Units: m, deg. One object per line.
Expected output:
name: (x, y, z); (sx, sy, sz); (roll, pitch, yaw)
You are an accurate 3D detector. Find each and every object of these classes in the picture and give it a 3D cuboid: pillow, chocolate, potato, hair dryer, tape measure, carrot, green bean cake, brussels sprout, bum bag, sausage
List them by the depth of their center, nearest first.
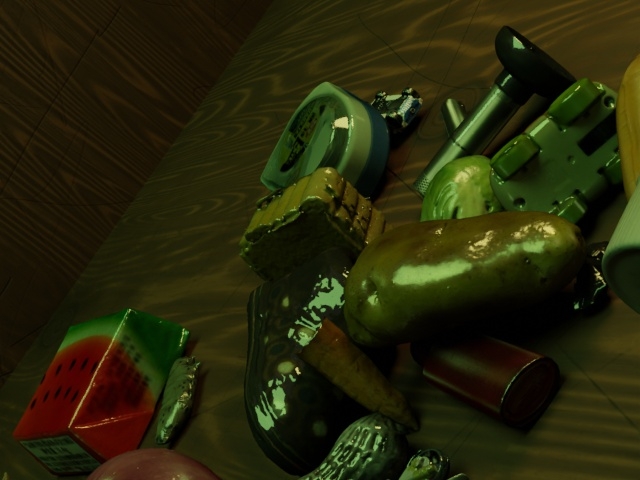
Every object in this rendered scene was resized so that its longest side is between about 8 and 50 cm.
sausage: (0.437, -0.146, 1.305); (0.112, 0.112, 0.328); (-30, 41, 39)
bum bag: (0.353, 0.042, 1.318); (0.058, 0.034, 0.124); (-37, 24, 36)
chocolate: (0.023, 0.336, 1.371); (0.248, 0.110, 0.110); (-45, 23, -5)
potato: (0.184, 0.042, 1.375); (0.369, 0.195, 0.176); (-16, 68, 32)
carrot: (0.062, 0.197, 1.428); (0.072, 0.205, 0.072); (-48, -13, -14)
brussels sprout: (0.223, -0.049, 1.552); (0.161, 0.144, 0.180); (-41, 26, 12)
green bean cake: (0.000, 0.000, 1.781); (0.230, 0.224, 0.131); (-31, 26, 33)
hair dryer: (0.269, -0.254, 1.791); (0.320, 0.156, 0.284); (-47, 32, 28)
pillow: (-0.279, 0.306, 2.027); (0.093, 0.051, 0.241); (-42, 22, 29)
tape measure: (0.014, -0.170, 2.045); (0.259, 0.138, 0.262); (-63, 29, 13)
chocolate: (-0.489, 0.330, 2.227); (0.360, 0.161, 0.341); (-19, 41, 50)

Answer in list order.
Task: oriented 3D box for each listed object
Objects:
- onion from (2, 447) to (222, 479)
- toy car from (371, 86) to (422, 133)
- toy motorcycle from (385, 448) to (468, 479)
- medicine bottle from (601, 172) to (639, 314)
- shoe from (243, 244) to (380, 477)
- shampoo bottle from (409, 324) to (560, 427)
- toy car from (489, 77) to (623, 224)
onion: (-0.293, 0.478, 1.485); (0.358, 0.345, 0.358); (13, -90, -89)
toy car: (0.147, -0.265, 2.114); (0.080, 0.070, 0.171); (-56, 25, -15)
toy motorcycle: (0.100, 0.363, 1.232); (0.225, 0.073, 0.152); (-51, 24, -1)
medicine bottle: (0.466, -0.093, 1.081); (0.224, 0.224, 0.384); (-4, 49, 59)
shoe: (0.010, 0.172, 1.573); (0.237, 0.171, 0.384); (-32, 32, 19)
shampoo bottle: (0.205, 0.169, 1.349); (0.102, 0.064, 0.260); (-50, 23, -10)
toy car: (0.351, -0.123, 1.476); (0.235, 0.145, 0.235); (-42, 2, 2)
